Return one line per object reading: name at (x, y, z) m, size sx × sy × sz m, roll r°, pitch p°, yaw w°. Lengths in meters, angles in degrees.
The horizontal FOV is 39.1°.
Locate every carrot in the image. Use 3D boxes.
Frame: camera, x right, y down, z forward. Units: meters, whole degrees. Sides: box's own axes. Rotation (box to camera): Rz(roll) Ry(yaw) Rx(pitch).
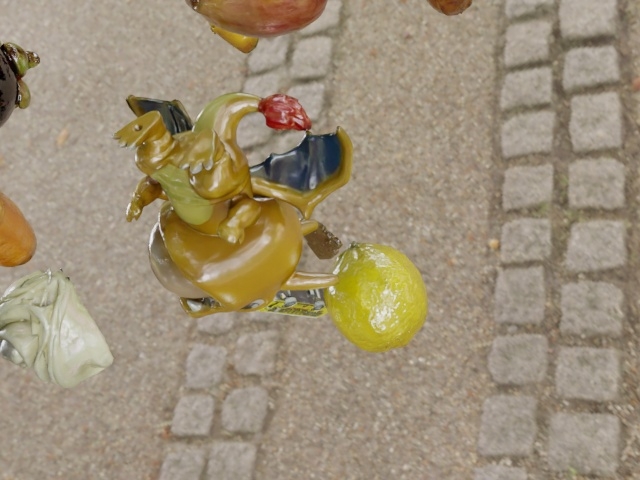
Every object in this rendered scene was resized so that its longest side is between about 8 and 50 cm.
carrot at (-0.638, -0.016, 1.789) m, size 0.159 × 0.225 × 0.159 m, roll -8°, pitch 65°, yaw 18°

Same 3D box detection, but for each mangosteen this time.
mangosteen at (-0.588, -0.277, 1.539) m, size 0.194 × 0.194 × 0.230 m, roll -4°, pitch 23°, yaw 41°

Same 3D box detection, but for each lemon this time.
lemon at (0.105, 0.108, 1.716) m, size 0.192 × 0.231 × 0.192 m, roll -26°, pitch 10°, yaw 5°

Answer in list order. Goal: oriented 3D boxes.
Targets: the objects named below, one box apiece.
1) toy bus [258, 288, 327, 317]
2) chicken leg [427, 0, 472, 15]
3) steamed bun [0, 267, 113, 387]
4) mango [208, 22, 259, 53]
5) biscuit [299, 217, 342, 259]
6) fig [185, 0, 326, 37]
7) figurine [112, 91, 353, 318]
toy bus at (-0.056, 0.115, 1.939) m, size 0.074 × 0.226 × 0.081 m, roll -28°, pitch 68°, yaw 29°
chicken leg at (0.266, -0.581, 1.787) m, size 0.113 × 0.304 × 0.093 m, roll 19°, pitch 48°, yaw 13°
steamed bun at (-0.620, 0.217, 2.036) m, size 0.207 × 0.280 × 0.268 m, roll -32°, pitch 15°, yaw -20°
mango at (-0.181, -0.465, 1.899) m, size 0.101 × 0.187 × 0.066 m, roll -22°, pitch 54°, yaw 11°
biscuit at (0.000, 0.000, 2.012) m, size 0.119 × 0.130 × 0.019 m, roll 34°, pitch 62°, yaw 19°
fig at (-0.102, -0.464, 1.563) m, size 0.263 × 0.224 × 0.224 m, roll -16°, pitch 51°, yaw 25°
figurine at (-0.131, -0.051, 1.433) m, size 0.401 × 0.387 × 0.268 m, roll 4°, pitch 51°, yaw 21°
